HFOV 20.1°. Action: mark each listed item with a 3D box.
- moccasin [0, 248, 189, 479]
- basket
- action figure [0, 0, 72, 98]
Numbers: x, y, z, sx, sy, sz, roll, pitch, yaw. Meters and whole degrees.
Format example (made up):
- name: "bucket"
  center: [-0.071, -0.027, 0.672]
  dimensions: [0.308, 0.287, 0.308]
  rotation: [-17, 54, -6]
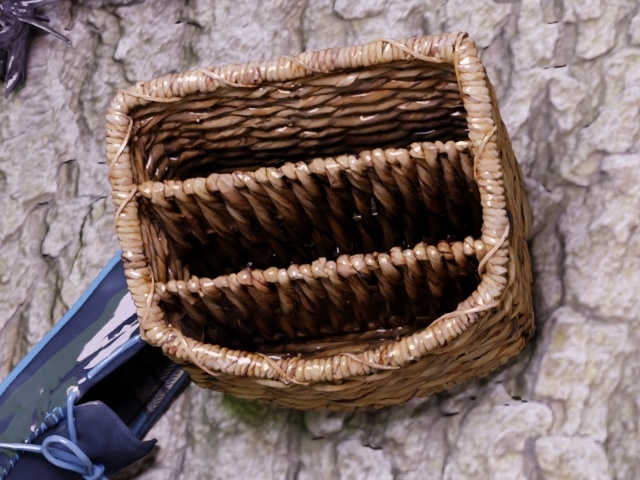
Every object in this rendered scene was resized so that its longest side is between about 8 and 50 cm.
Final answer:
- name: "moccasin"
  center: [-0.193, 0.141, 1.514]
  dimensions: [0.117, 0.137, 0.342]
  rotation: [30, 86, 34]
- name: "basket"
  center: [0.000, 0.000, 1.366]
  dimensions: [0.299, 0.223, 0.213]
  rotation: [-6, 63, 14]
- name: "action figure"
  center: [-0.382, -0.224, 1.812]
  dimensions: [0.275, 0.141, 0.164]
  rotation: [0, 86, 33]
